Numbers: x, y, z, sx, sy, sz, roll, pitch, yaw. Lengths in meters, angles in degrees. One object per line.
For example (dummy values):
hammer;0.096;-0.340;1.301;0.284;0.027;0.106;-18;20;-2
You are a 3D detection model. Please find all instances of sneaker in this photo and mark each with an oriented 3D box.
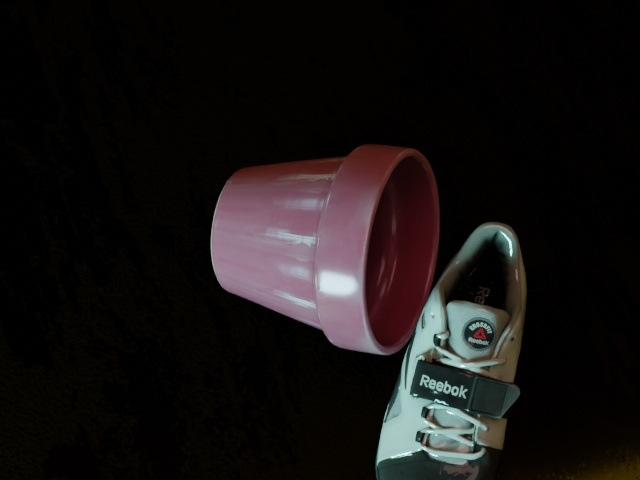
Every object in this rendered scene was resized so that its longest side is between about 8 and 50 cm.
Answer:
sneaker;0.127;0.128;1.529;0.123;0.146;0.330;10;60;5

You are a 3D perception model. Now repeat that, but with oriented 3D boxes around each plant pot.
plant pot;0.000;0.000;1.591;0.180;0.201;0.201;8;58;23
